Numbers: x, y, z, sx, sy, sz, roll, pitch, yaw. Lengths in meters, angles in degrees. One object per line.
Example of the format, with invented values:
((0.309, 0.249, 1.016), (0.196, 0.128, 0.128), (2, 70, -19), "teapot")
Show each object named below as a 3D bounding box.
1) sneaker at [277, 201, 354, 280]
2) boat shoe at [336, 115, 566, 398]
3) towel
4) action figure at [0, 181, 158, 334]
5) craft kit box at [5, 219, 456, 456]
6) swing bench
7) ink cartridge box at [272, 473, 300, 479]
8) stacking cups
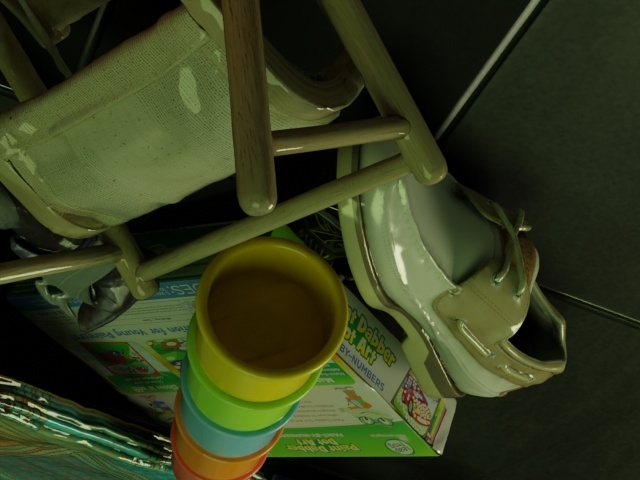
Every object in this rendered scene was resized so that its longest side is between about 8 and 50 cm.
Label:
((0.000, 0.000, 1.149), (0.083, 0.035, 0.031), (22, 141, -17), "sneaker")
((0.091, 0.011, 1.086), (0.103, 0.113, 0.302), (-3, 152, 18), "boat shoe")
((-0.251, 0.159, 1.306), (0.271, 0.040, 0.370), (-4, 159, 33), "towel")
((-0.219, -0.049, 1.037), (0.099, 0.185, 0.285), (-27, 139, 31), "action figure")
((-0.065, 0.082, 1.235), (0.249, 0.061, 0.247), (-6, 139, 38), "craft kit box")
((-0.106, -0.108, 0.895), (0.253, 0.255, 0.165), (-21, 174, 39), "swing bench")
((0.015, 0.307, 1.540), (0.175, 0.069, 0.371), (16, 147, -4), "ink cartridge box")
((-0.058, 0.098, 1.134), (0.096, 0.096, 0.316), (15, 156, -5), "stacking cups")
